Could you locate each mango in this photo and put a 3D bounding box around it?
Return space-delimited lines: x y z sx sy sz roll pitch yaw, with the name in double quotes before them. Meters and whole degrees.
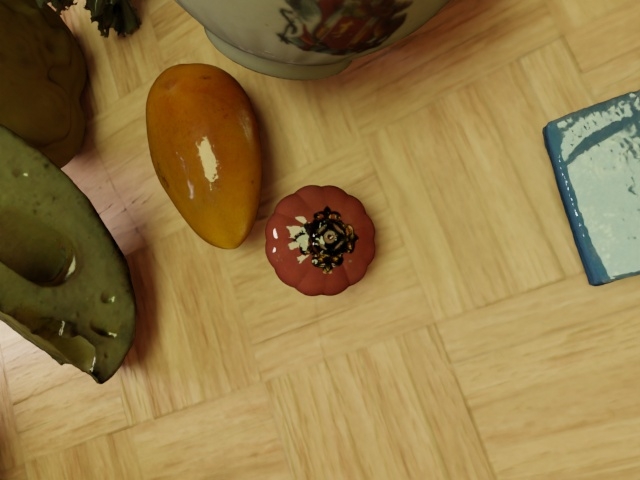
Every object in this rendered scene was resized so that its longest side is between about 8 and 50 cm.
"mango" -0.125 -0.091 0.516 0.141 0.102 0.217 -26 75 26

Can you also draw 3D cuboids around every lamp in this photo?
"lamp" 0.000 0.000 0.462 0.107 0.092 0.108 1 85 -12

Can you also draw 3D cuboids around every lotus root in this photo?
"lotus root" -0.329 0.011 0.542 0.210 0.314 0.142 10 49 38

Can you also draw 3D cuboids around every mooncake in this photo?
"mooncake" -0.388 -0.195 0.569 0.117 0.235 0.235 -7 84 23

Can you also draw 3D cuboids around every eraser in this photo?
"eraser" 0.342 -0.071 0.347 0.311 0.042 0.144 -16 80 21

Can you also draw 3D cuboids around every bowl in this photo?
"bowl" -0.023 -0.249 0.424 0.337 0.337 0.157 43 142 20

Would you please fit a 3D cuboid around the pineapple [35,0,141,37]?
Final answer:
"pineapple" -0.223 -0.419 0.546 0.175 0.175 0.361 32 99 21
